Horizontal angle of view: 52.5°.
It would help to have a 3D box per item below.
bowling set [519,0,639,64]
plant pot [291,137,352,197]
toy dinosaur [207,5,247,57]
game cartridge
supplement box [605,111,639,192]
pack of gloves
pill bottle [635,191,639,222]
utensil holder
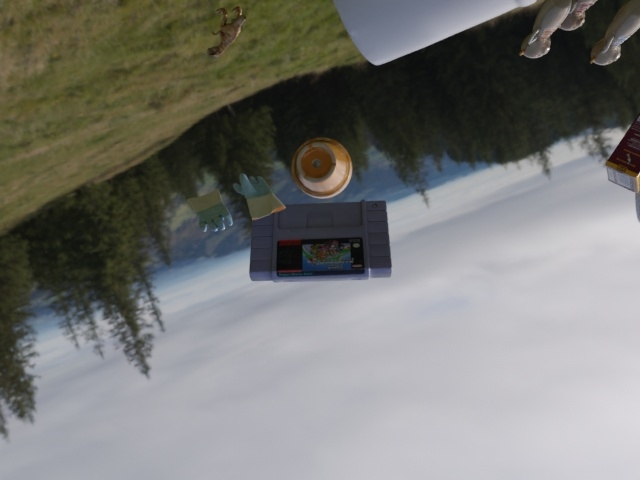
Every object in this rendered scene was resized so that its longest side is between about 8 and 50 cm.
[{"bbox_3d":[0.459,-0.338,0.993,0.287,0.200,0.154,-42,168,-13],"label":"bowling set"},{"bbox_3d":[-0.003,-0.247,2.143,0.205,0.205,0.188,-21,177,6],"label":"plant pot"},{"bbox_3d":[-0.211,-0.521,1.583,0.064,0.112,0.211,1,163,-32],"label":"toy dinosaur"},{"bbox_3d":[0.000,0.000,1.659,0.355,0.230,0.068,-2,139,1],"label":"game cartridge"},{"bbox_3d":[0.762,-0.222,1.534,0.188,0.081,0.104,-56,148,0],"label":"supplement box"},{"bbox_3d":[-0.210,-0.103,1.541,0.195,0.046,0.232,-20,-150,-12],"label":"pack of gloves"},{"bbox_3d":[1.020,-0.140,1.674,0.363,0.210,0.210,1,-165,32],"label":"pill bottle"},{"bbox_3d":[0.245,-0.611,1.466,0.386,0.327,0.327,-19,-176,25],"label":"utensil holder"}]
